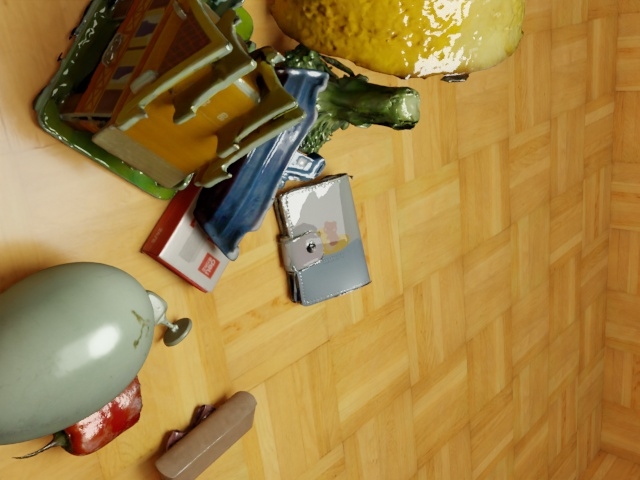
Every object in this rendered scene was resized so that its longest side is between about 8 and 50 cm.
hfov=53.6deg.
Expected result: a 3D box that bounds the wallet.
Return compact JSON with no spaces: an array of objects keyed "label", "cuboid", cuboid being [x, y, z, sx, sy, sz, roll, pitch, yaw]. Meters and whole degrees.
[{"label":"wallet","cuboid":[0.000,0.000,1.161,0.170,0.069,0.231,-20,111,-24]}]

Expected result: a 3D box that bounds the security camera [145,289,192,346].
[{"label":"security camera","cuboid":[-0.243,0.112,0.948,0.092,0.058,0.058,51,62,-27]}]

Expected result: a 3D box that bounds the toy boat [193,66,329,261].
[{"label":"toy boat","cuboid":[-0.071,-0.110,0.925,0.142,0.129,0.309,25,96,-27]}]

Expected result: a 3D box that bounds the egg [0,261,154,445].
[{"label":"egg","cuboid":[-0.323,0.134,0.761,0.264,0.183,0.183,-38,125,-28]}]

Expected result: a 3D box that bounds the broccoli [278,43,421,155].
[{"label":"broccoli","cuboid":[0.055,-0.209,1.026,0.198,0.275,0.177,16,92,-62]}]

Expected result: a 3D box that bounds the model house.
[{"label":"model house","cuboid":[-0.123,-0.233,0.802,0.242,0.313,0.357,39,70,-47]}]

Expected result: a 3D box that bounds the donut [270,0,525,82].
[{"label":"donut","cuboid":[0.158,-0.427,1.012,0.435,0.377,0.163,-45,153,-40]}]

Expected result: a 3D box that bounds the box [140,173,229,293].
[{"label":"box","cuboid":[-0.166,-0.046,0.985,0.123,0.050,0.229,45,66,-43]}]

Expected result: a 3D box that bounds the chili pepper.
[{"label":"chili pepper","cuboid":[-0.324,0.248,0.862,0.192,0.084,0.086,-24,83,-44]}]

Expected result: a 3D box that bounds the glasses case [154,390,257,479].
[{"label":"glasses case","cuboid":[-0.195,0.329,1.041,0.193,0.070,0.102,-35,150,-39]}]
